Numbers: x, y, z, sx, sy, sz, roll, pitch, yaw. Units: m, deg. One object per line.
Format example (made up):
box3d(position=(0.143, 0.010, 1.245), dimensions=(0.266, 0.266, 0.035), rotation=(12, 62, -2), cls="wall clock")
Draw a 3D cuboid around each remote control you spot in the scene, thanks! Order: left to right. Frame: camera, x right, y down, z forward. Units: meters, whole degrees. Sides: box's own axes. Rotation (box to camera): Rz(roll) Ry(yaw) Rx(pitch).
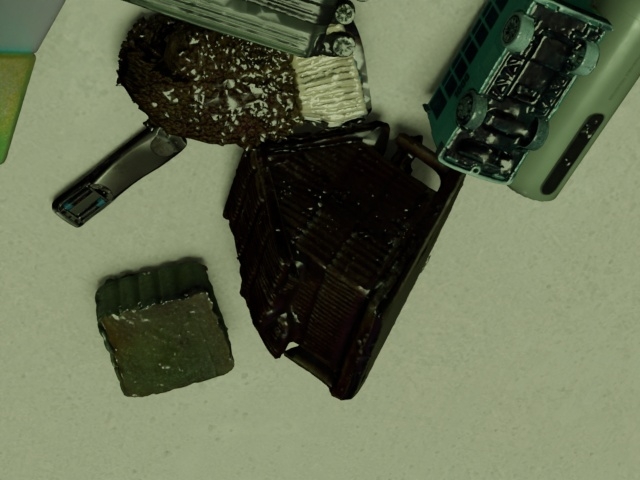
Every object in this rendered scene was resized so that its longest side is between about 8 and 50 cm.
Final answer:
box3d(position=(-0.271, -0.089, 1.989), dimensions=(0.212, 0.028, 0.059), rotation=(-35, 127, 20), cls="remote control")

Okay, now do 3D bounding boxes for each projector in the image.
box3d(position=(0.349, -0.206, 1.945), dimensions=(0.108, 0.108, 0.337), rotation=(15, 126, -22), cls="projector")

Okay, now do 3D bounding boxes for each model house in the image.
box3d(position=(0.000, 0.000, 2.030), dimensions=(0.283, 0.297, 0.317), rotation=(27, 144, 7), cls="model house")

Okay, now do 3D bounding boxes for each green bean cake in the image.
box3d(position=(-0.227, 0.126, 2.142), dimensions=(0.173, 0.094, 0.181), rotation=(-15, 131, 2), cls="green bean cake")

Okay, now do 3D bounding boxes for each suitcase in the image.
box3d(position=(-0.099, -0.312, 1.672), dimensions=(0.312, 0.202, 0.128), rotation=(17, 113, -7), cls="suitcase")

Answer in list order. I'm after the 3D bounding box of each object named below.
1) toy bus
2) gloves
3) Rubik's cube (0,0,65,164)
box3d(position=(0.244, -0.214, 1.894), dimensions=(0.128, 0.147, 0.256), rotation=(18, 121, -22), cls="toy bus")
box3d(position=(-0.100, -0.210, 1.843), dimensions=(0.312, 0.135, 0.210), rotation=(-13, 134, 3), cls="gloves")
box3d(position=(-0.479, -0.251, 1.616), dimensions=(0.387, 0.358, 0.368), rotation=(38, 74, -35), cls="Rubik's cube")
